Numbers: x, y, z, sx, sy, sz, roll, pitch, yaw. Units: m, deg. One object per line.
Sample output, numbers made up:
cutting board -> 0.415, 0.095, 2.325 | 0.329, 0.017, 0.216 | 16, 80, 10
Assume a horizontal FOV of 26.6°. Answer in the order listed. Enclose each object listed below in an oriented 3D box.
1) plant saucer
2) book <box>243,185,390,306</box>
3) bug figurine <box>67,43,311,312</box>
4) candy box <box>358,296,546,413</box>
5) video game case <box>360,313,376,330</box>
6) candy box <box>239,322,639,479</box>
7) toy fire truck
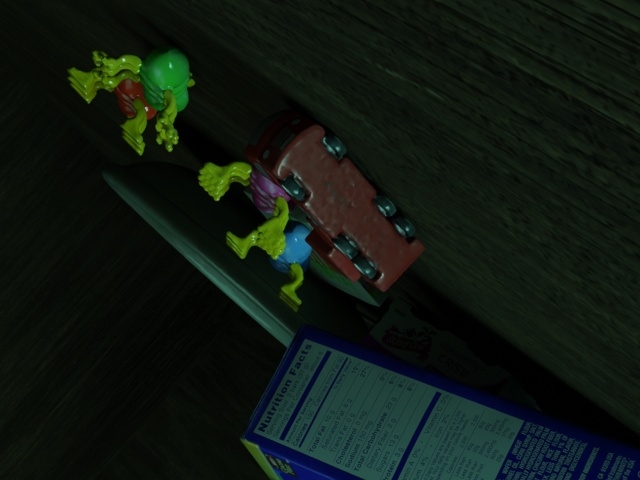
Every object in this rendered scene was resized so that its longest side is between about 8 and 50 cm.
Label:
plant saucer -> -0.064, 0.025, 1.506 | 0.400, 0.100, 0.400 | 41, 175, 5
book -> 0.000, 0.000, 1.269 | 0.096, 0.035, 0.144 | 30, 166, 45
bug figurine -> -0.087, -0.070, 1.102 | 0.279, 0.072, 0.216 | 46, 168, 2
candy box -> 0.151, 0.165, 1.273 | 0.159, 0.071, 0.233 | 34, 170, 43
video game case -> 0.126, 0.170, 1.713 | 0.190, 0.022, 0.173 | 43, 174, -19
candy box -> 0.124, 0.222, 1.096 | 0.317, 0.122, 0.268 | 19, 155, 31
toy fire truck -> 0.004, -0.027, 0.943 | 0.192, 0.047, 0.135 | 47, 173, -36
